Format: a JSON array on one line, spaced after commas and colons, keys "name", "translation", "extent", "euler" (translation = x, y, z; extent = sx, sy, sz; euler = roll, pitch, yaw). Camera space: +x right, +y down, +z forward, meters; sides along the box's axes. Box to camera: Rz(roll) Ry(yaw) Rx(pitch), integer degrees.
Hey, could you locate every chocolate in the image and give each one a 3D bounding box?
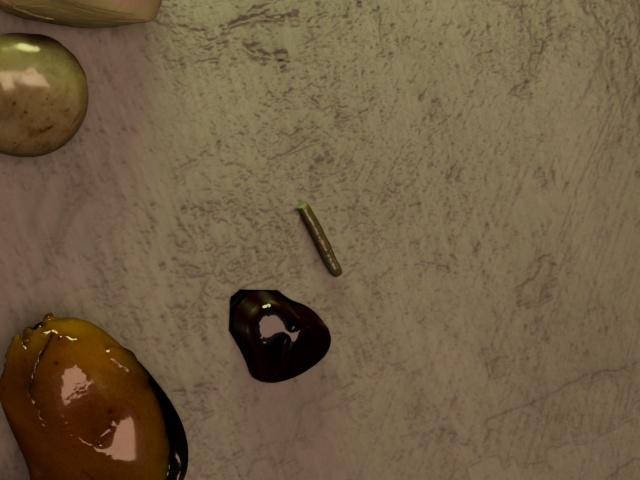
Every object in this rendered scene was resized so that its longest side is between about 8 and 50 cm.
[{"name": "chocolate", "translation": [-0.061, 0.136, 1.821], "extent": [0.149, 0.080, 0.125], "euler": [30, 83, -21]}]

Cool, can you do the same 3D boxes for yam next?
[{"name": "yam", "translation": [0.000, 0.000, 1.864], "extent": [0.021, 0.021, 0.116], "euler": [-31, 102, -15]}]

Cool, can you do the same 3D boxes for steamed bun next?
[{"name": "steamed bun", "translation": [-0.304, -0.356, 1.658], "extent": [0.239, 0.152, 0.170], "euler": [3, 94, -18]}]

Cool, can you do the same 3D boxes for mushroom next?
[{"name": "mushroom", "translation": [-0.376, -0.183, 1.663], "extent": [0.166, 0.127, 0.166], "euler": [-4, 115, -8]}]

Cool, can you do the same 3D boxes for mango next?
[{"name": "mango", "translation": [-0.300, 0.227, 1.701], "extent": [0.201, 0.153, 0.287], "euler": [-31, 104, -19]}]
